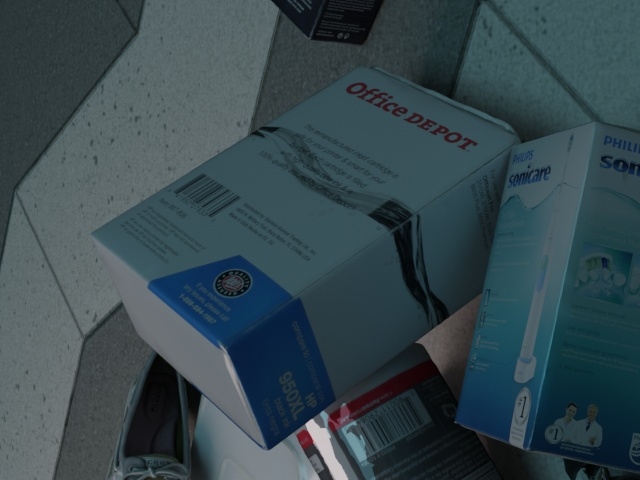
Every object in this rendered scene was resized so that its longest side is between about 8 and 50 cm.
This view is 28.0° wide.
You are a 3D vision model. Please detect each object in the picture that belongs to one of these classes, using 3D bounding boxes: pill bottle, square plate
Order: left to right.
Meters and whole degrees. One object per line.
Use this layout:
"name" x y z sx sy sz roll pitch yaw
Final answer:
"square plate" -0.100 0.365 1.810 0.347 0.049 0.344 33 114 48
"pill bottle" 0.114 0.287 1.399 0.176 0.176 0.318 -40 76 44

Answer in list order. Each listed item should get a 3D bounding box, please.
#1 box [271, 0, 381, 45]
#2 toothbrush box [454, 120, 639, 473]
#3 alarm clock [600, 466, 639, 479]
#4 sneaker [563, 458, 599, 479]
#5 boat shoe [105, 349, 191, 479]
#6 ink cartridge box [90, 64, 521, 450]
"box" 0.011 -0.357 1.643 0.156 0.093 0.158 51 128 40
"toothbrush box" 0.242 0.052 1.207 0.216 0.126 0.295 166 115 -79
"alarm clock" 0.309 0.318 1.267 0.192 0.064 0.129 48 132 27
"sneaker" 0.299 0.176 1.302 0.170 0.051 0.089 -45 55 47
"boat shoe" -0.244 0.300 1.870 0.320 0.118 0.103 -88 12 -46
"ink cartridge box" 0.000 0.000 1.401 0.285 0.395 0.166 34 151 47
